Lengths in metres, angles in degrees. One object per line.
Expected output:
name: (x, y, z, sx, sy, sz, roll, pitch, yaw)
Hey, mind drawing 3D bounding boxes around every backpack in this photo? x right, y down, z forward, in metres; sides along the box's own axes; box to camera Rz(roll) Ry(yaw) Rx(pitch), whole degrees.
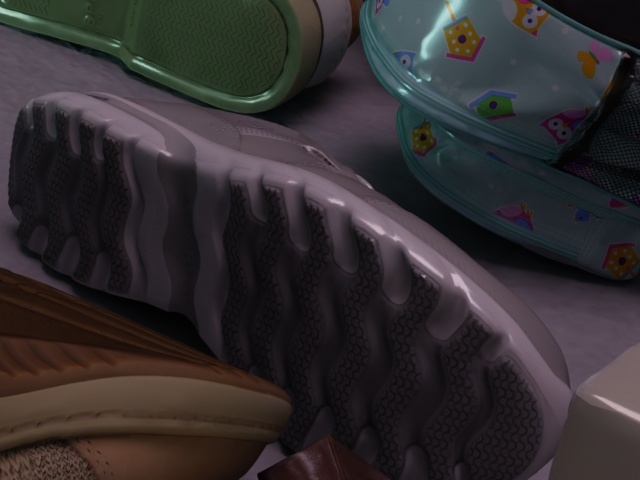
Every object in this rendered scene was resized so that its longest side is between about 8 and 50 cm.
backpack: (0.107, -0.082, 0.937, 0.188, 0.144, 0.166, 30, 24, -17)

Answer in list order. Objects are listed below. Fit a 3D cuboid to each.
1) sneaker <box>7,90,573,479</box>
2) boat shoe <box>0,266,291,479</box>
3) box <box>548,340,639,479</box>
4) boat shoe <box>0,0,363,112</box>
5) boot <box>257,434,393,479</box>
sneaker: (0.000, 0.000, 0.786, 0.115, 0.105, 0.281, -15, 37, -43)
boat shoe: (-0.121, 0.068, 0.563, 0.121, 0.110, 0.341, 20, 5, 26)
box: (0.174, 0.127, 0.525, 0.232, 0.148, 0.127, 26, 30, 26)
boat shoe: (-0.116, -0.165, 1.067, 0.302, 0.113, 0.103, 33, 30, 15)
boot: (-0.010, 0.103, 0.657, 0.106, 0.037, 0.114, 16, 27, -23)
